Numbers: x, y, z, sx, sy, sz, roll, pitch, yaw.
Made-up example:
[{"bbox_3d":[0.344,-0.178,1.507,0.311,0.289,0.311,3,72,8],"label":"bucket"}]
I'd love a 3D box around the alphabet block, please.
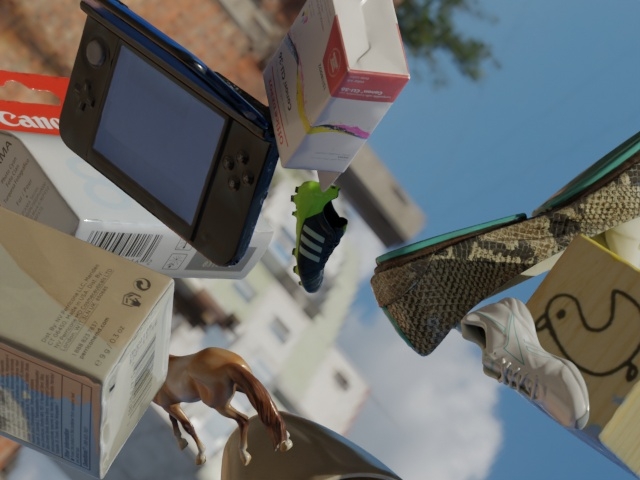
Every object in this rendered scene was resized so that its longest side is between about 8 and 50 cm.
[{"bbox_3d":[0.349,0.141,2.124,0.192,0.193,0.197,34,-93,32],"label":"alphabet block"}]

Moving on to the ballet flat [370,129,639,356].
[{"bbox_3d":[0.294,0.012,2.256,0.483,0.182,0.164,-26,179,-18],"label":"ballet flat"}]

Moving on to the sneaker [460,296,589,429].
[{"bbox_3d":[0.172,0.111,1.507,0.061,0.053,0.152,-12,-138,-28],"label":"sneaker"}]

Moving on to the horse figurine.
[{"bbox_3d":[-0.137,0.183,2.056,0.263,0.174,0.066,-4,-151,43],"label":"horse figurine"}]

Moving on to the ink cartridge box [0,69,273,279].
[{"bbox_3d":[-0.274,-0.111,2.117,0.308,0.385,0.091,2,131,-47],"label":"ink cartridge box"}]

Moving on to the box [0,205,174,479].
[{"bbox_3d":[-0.285,0.054,1.430,0.148,0.311,0.121,102,15,-49],"label":"box"}]

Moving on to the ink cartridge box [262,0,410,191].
[{"bbox_3d":[0.004,-0.141,1.636,0.198,0.067,0.115,125,-40,-50],"label":"ink cartridge box"}]

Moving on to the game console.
[{"bbox_3d":[-0.192,-0.136,1.731,0.173,0.293,0.250,-10,129,-47],"label":"game console"}]

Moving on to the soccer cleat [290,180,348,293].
[{"bbox_3d":[0.000,0.000,2.410,0.072,0.178,0.060,6,-145,12],"label":"soccer cleat"}]

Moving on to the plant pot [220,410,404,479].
[{"bbox_3d":[-0.024,0.336,2.229,0.256,0.256,0.274,-40,-148,-1],"label":"plant pot"}]
